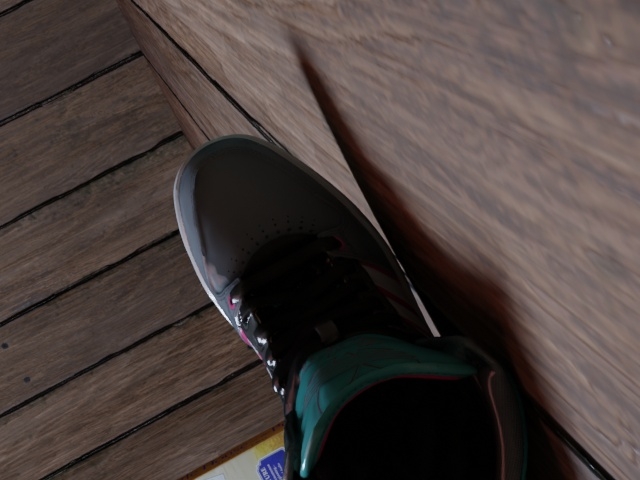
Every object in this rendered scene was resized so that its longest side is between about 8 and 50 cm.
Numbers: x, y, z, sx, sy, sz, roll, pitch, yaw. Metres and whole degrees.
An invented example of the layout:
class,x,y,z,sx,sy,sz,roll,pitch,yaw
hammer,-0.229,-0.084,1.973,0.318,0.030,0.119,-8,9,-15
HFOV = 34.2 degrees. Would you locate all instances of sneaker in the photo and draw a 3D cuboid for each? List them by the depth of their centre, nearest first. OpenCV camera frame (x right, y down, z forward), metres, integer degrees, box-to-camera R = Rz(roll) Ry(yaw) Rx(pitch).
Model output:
class,x,y,z,sx,sy,sz,roll,pitch,yaw
sneaker,0.009,0.058,0.541,0.295,0.124,0.178,53,178,7

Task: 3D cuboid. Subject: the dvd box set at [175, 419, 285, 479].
class,x,y,z,sx,sy,sz,roll,pitch,yaw
dvd box set,-0.065,0.444,1.516,0.307,0.420,0.062,62,174,-5
